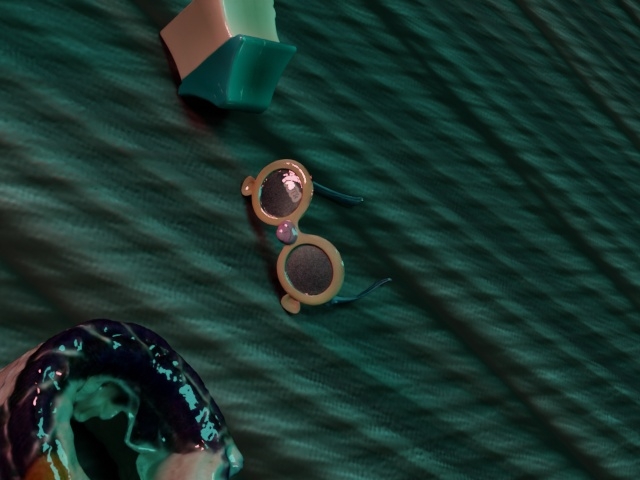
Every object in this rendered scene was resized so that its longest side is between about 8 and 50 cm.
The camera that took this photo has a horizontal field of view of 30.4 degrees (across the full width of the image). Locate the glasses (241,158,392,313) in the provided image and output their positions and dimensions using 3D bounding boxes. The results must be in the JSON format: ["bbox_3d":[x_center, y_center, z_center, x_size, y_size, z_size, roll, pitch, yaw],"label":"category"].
[{"bbox_3d":[0.023,-0.013,1.493,0.220,0.088,0.189,-3,68,-50],"label":"glasses"}]

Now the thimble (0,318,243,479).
[{"bbox_3d":[-0.194,0.193,1.047,0.237,0.150,0.237,31,43,-34],"label":"thimble"}]

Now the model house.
[{"bbox_3d":[-0.109,-0.224,1.453,0.100,0.127,0.149,4,60,-48],"label":"model house"}]
